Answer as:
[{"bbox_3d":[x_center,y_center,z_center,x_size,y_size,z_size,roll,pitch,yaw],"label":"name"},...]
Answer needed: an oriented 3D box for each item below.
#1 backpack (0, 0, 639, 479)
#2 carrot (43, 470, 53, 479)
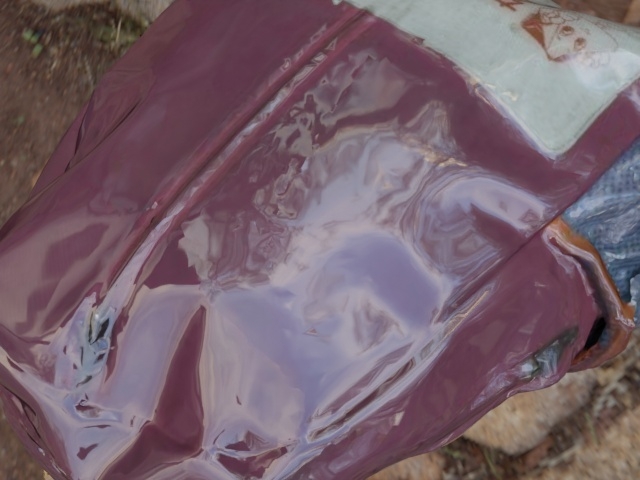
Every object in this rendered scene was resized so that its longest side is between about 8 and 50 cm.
[{"bbox_3d":[0.000,0.000,0.613,0.317,0.283,0.197,-46,145,-26],"label":"backpack"},{"bbox_3d":[-0.042,0.094,0.730,0.225,0.067,0.067,-21,109,14],"label":"carrot"}]
